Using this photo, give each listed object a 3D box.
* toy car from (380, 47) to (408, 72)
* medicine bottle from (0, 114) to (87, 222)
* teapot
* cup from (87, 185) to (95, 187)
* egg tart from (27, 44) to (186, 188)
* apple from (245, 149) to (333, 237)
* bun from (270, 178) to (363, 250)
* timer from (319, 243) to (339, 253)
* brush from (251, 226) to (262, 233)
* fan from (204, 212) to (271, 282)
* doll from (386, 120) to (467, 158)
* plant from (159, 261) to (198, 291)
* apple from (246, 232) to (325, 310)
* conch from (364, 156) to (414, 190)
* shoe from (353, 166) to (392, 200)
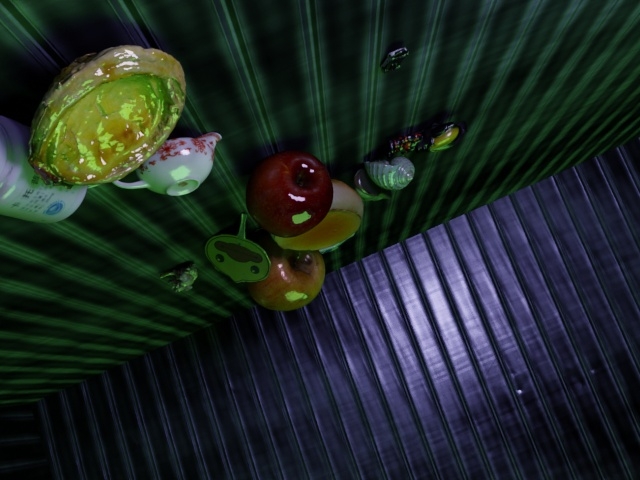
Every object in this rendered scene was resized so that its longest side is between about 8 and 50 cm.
[{"bbox_3d":[0.157,-0.386,1.375,0.041,0.025,0.093,-21,171,-16],"label":"toy car"},{"bbox_3d":[-0.499,-0.115,1.022,0.152,0.152,0.254,-25,169,9],"label":"medicine bottle"},{"bbox_3d":[-0.316,-0.153,1.351,0.245,0.116,0.159,-11,175,-25],"label":"teapot"},{"bbox_3d":[-0.425,-0.150,1.188,0.100,0.077,0.078,-30,166,28],"label":"cup"},{"bbox_3d":[-0.335,-0.198,1.006,0.279,0.095,0.279,-38,160,-17],"label":"egg tart"},{"bbox_3d":[-0.080,-0.117,1.637,0.218,0.218,0.201,-17,175,-26],"label":"apple"},{"bbox_3d":[-0.024,-0.093,1.966,0.298,0.165,0.299,-10,153,-5],"label":"bun"},{"bbox_3d":[0.000,0.000,2.609,0.253,0.078,0.178,-15,163,-39],"label":"timer"},{"bbox_3d":[-0.205,-0.042,2.212,0.083,0.008,0.024,-29,163,24],"label":"brush"},{"bbox_3d":[-0.265,0.031,2.097,0.229,0.011,0.335,17,135,3],"label":"fan"},{"bbox_3d":[0.317,-0.296,1.911,0.248,0.088,0.127,-16,-164,-5],"label":"doll"},{"bbox_3d":[-0.499,0.120,2.263,0.121,0.104,0.117,23,101,-31],"label":"plant"},{"bbox_3d":[-0.140,0.113,2.315,0.275,0.299,0.299,-29,167,39],"label":"apple"},{"bbox_3d":[0.209,-0.204,1.967,0.153,0.102,0.135,-2,176,36],"label":"conch"},{"bbox_3d":[0.153,-0.175,2.103,0.098,0.103,0.275,-13,170,21],"label":"shoe"}]
